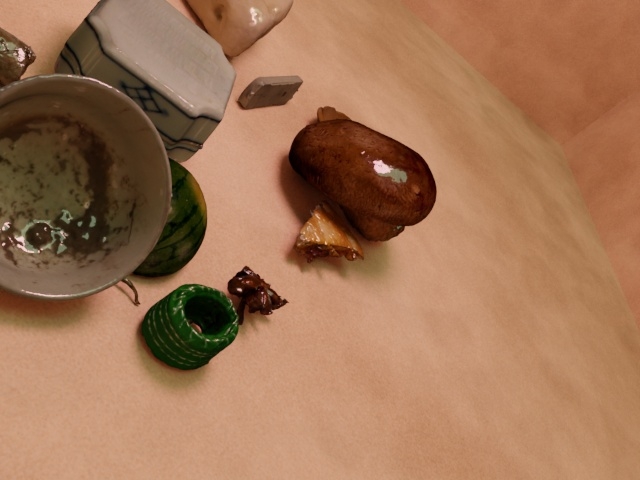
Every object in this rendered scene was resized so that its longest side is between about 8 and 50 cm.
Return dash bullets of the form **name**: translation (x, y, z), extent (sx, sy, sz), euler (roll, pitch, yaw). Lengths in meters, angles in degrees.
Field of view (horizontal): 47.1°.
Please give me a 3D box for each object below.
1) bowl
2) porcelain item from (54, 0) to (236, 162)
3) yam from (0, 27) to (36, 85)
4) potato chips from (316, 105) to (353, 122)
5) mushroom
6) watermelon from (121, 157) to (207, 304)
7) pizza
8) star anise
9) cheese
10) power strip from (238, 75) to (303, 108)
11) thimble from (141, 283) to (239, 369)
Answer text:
- **bowl**: translation (-0.357, -0.075, 0.966), extent (0.289, 0.146, 0.289), euler (-10, 107, -38)
- **porcelain item**: translation (-0.304, -0.296, 1.311), extent (0.286, 0.157, 0.281), euler (35, 32, -23)
- **yam**: translation (-0.527, -0.309, 1.115), extent (0.179, 0.078, 0.078), euler (36, 33, -22)
- **potato chips**: translation (0.061, -0.248, 1.835), extent (0.208, 0.062, 0.195), euler (23, 34, -36)
- **mushroom**: translation (0.090, -0.150, 1.592), extent (0.345, 0.345, 0.239), euler (27, 75, -35)
- **watermelon**: translation (-0.260, -0.051, 1.136), extent (0.204, 0.127, 0.232), euler (50, 36, -7)
- **pizza**: translation (-0.002, 0.000, 1.475), extent (0.154, 0.069, 0.194), euler (56, 32, 11)
- **star anise**: translation (-0.117, 0.098, 1.207), extent (0.097, 0.070, 0.190), euler (52, 11, -2)
- **cheese**: translation (-0.170, -0.540, 1.738), extent (0.248, 0.173, 0.251), euler (-4, 59, -44)
- **power strip**: translation (-0.110, -0.346, 1.698), extent (0.029, 0.080, 0.227), euler (50, 29, 9)
- **thimble**: translation (-0.187, 0.124, 1.075), extent (0.118, 0.090, 0.130), euler (52, 31, -2)
